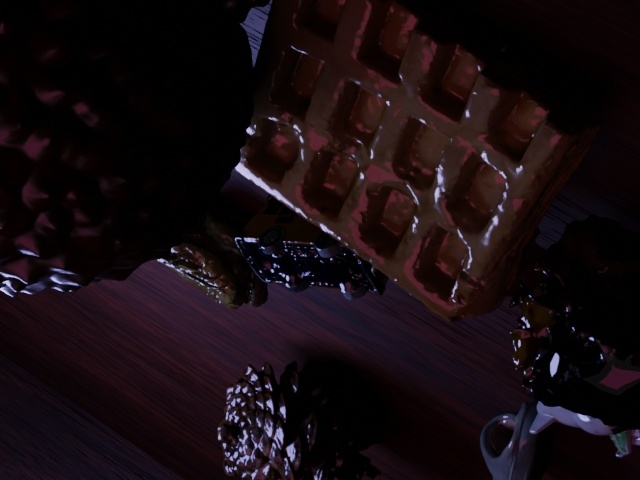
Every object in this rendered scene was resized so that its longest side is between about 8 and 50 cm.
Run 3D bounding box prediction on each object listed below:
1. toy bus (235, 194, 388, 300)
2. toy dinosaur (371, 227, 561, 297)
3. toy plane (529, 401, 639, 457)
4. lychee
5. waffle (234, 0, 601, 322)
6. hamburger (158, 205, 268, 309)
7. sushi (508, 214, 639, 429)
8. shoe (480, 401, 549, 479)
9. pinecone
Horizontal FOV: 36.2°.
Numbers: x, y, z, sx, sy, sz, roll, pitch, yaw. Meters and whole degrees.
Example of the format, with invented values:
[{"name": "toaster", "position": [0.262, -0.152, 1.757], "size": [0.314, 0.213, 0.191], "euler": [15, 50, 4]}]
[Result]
[{"name": "toy bus", "position": [0.000, 0.000, 1.267], "size": [0.201, 0.114, 0.098], "euler": [4, 138, 39]}, {"name": "toy dinosaur", "position": [0.122, -0.036, 1.115], "size": [0.327, 0.113, 0.206], "euler": [9, 116, 26]}, {"name": "toy plane", "position": [0.338, 0.209, 1.226], "size": [0.174, 0.080, 0.174], "euler": [26, 148, 18]}, {"name": "lychee", "position": [-0.250, -0.161, 0.925], "size": [0.500, 0.424, 0.424], "euler": [-18, 130, 10]}, {"name": "waffle", "position": [0.073, -0.097, 0.978], "size": [0.348, 0.077, 0.304], "euler": [36, 136, 14]}, {"name": "hamburger", "position": [-0.156, 0.023, 1.504], "size": [0.183, 0.130, 0.206], "euler": [34, 171, 10]}, {"name": "sushi", "position": [0.301, 0.098, 1.002], "size": [0.200, 0.213, 0.204], "euler": [43, 146, 29]}, {"name": "shoe", "position": [0.277, 0.311, 1.433], "size": [0.100, 0.103, 0.251], "euler": [24, 144, 23]}, {"name": "pinecone", "position": [-0.031, 0.346, 1.695], "size": [0.296, 0.242, 0.298], "euler": [34, 152, -12]}]
